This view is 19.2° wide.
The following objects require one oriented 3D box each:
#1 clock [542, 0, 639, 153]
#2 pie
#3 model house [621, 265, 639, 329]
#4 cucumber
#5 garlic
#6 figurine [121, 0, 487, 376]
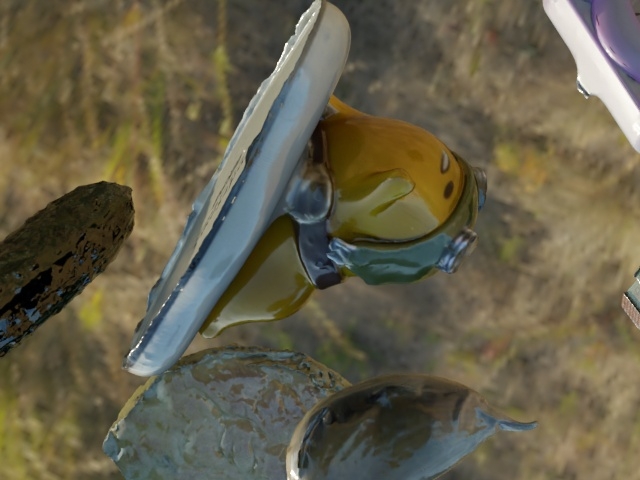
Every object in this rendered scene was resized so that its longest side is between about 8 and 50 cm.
[{"bbox_3d":[0.350,-0.192,1.745,0.228,0.247,0.090,61,152,24],"label":"clock"},{"bbox_3d":[-0.035,0.168,1.308,0.185,0.052,0.218,-34,92,16],"label":"pie"},{"bbox_3d":[0.310,0.072,1.740,0.057,0.083,0.058,-1,138,-46],"label":"model house"},{"bbox_3d":[-0.205,0.039,1.207,0.067,0.245,0.067,41,156,23],"label":"cucumber"},{"bbox_3d":[0.042,0.119,1.135,0.084,0.152,0.066,56,172,5],"label":"garlic"},{"bbox_3d":[0.000,0.000,1.082,0.141,0.167,0.250,27,124,-9],"label":"figurine"}]
